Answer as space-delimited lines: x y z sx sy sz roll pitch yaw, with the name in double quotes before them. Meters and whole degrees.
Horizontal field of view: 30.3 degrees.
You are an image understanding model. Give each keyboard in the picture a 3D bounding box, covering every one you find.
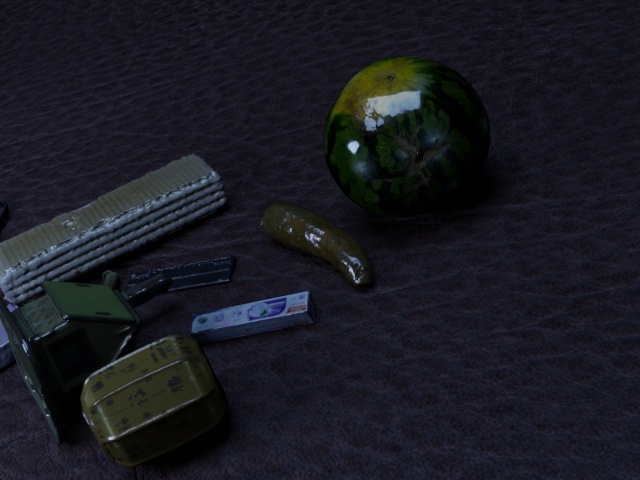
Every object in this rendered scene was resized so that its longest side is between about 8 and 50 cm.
"keyboard" -0.238 0.062 1.997 0.198 0.010 0.064 -9 39 17

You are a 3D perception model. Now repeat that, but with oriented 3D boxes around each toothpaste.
"toothpaste" -0.105 0.122 1.828 0.196 0.040 0.047 -12 41 14

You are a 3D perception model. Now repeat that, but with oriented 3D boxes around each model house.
"model house" -0.330 0.137 1.813 0.278 0.205 0.218 -25 36 -17

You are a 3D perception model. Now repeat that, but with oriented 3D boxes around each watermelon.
"watermelon" 0.134 -0.166 1.897 0.268 0.269 0.269 -14 37 11

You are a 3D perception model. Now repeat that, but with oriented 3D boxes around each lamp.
"lamp" -0.234 0.226 1.670 0.185 0.161 0.161 -25 36 -4

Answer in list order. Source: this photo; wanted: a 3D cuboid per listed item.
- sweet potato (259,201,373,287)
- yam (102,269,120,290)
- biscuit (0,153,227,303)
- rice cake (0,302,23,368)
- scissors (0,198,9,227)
"sweet potato" 0.000 0.000 1.909 0.075 0.075 0.273 -39 44 -22
"yam" -0.365 0.102 1.996 0.033 0.027 0.129 20 36 -10
"biscuit" -0.378 -0.025 2.095 0.426 0.079 0.144 -26 30 -15
"rice cake" -0.606 0.213 1.962 0.298 0.050 0.106 -34 37 -16
"scissors" -0.631 0.005 2.264 0.109 0.022 0.300 -30 38 -5
